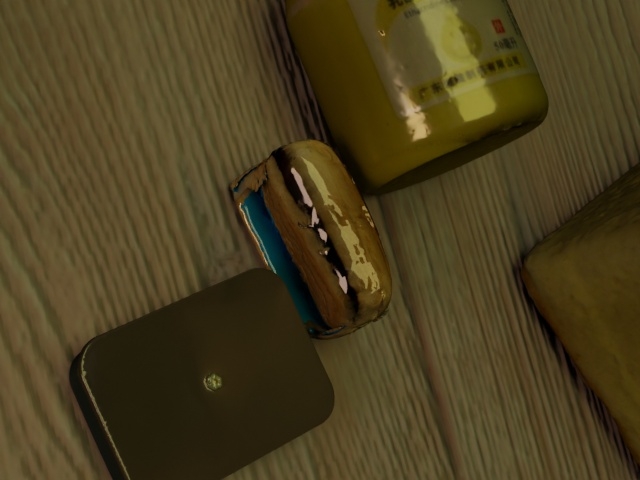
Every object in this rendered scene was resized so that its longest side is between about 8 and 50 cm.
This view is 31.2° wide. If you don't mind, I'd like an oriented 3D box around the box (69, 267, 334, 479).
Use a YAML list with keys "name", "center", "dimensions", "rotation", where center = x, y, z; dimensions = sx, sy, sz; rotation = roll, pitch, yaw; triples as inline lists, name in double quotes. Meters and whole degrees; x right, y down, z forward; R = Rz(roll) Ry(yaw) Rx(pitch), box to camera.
- name: "box"
  center: [-0.060, 0.074, 0.581]
  dimensions: [0.126, 0.031, 0.091]
  rotation: [-25, 89, -35]

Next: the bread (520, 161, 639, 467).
- name: "bread"
  center: [0.343, -0.012, 0.742]
  dimensions: [0.362, 0.233, 0.245]
  rotation: [-38, 96, -36]

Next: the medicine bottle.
- name: "medicine bottle"
  center: [0.037, -0.144, 0.658]
  dimensions: [0.122, 0.122, 0.212]
  rotation: [-20, 85, -35]

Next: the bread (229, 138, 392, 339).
- name: "bread"
  center: [0.000, 0.000, 0.618]
  dimensions: [0.053, 0.072, 0.106]
  rotation: [-25, 87, -36]
